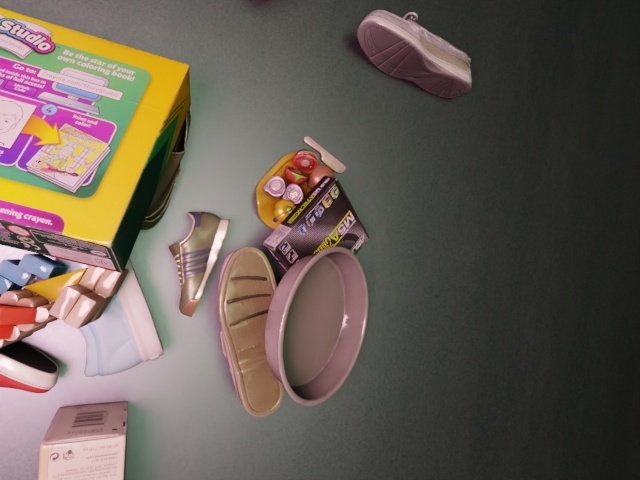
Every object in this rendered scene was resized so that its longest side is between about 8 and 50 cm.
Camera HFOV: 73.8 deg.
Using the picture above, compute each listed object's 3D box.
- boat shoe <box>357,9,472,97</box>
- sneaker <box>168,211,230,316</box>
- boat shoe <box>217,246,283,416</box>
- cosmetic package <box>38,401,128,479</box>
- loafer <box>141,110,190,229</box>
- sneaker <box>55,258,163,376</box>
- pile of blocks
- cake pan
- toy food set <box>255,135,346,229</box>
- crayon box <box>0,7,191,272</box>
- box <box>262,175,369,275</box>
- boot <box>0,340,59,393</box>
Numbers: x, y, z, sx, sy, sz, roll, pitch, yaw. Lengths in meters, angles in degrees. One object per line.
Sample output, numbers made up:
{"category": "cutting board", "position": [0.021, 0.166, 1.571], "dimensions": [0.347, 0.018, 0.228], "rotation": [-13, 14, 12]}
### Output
{"category": "boat shoe", "position": [0.222, -0.431, 0.966], "dimensions": [0.321, 0.118, 0.103], "rotation": [15, 77, -27]}
{"category": "sneaker", "position": [-0.238, 0.035, 0.779], "dimensions": [0.086, 0.064, 0.192], "rotation": [22, 80, -15]}
{"category": "boat shoe", "position": [-0.140, 0.163, 0.792], "dimensions": [0.113, 0.103, 0.302], "rotation": [-4, 91, -27]}
{"category": "cosmetic package", "position": [-0.364, 0.431, 0.659], "dimensions": [0.113, 0.160, 0.309], "rotation": [4, 86, -23]}
{"category": "loafer", "position": [-0.288, -0.142, 0.741], "dimensions": [0.095, 0.087, 0.251], "rotation": [15, 83, -23]}
{"category": "sneaker", "position": [-0.380, 0.050, 0.672], "dimensions": [0.150, 0.135, 0.365], "rotation": [-23, 97, -26]}
{"category": "pile of blocks", "position": [-0.448, 0.092, 0.548], "dimensions": [0.362, 0.113, 0.148], "rotation": [-23, 93, -11]}
{"category": "cake pan", "position": [-0.001, 0.154, 0.799], "dimensions": [0.293, 0.054, 0.293], "rotation": [-14, 107, -54]}
{"category": "toy food set", "position": [-0.035, -0.117, 0.863], "dimensions": [0.128, 0.071, 0.217], "rotation": [43, 73, -17]}
{"category": "crayon box", "position": [-0.405, -0.155, 0.587], "dimensions": [0.363, 0.106, 0.312], "rotation": [15, 62, -8]}
{"category": "box", "position": [0.000, 0.000, 0.853], "dimensions": [0.190, 0.045, 0.184], "rotation": [-49, 132, -18]}
{"category": "boot", "position": [-0.539, 0.223, 0.626], "dimensions": [0.244, 0.088, 0.176], "rotation": [24, 80, -14]}
